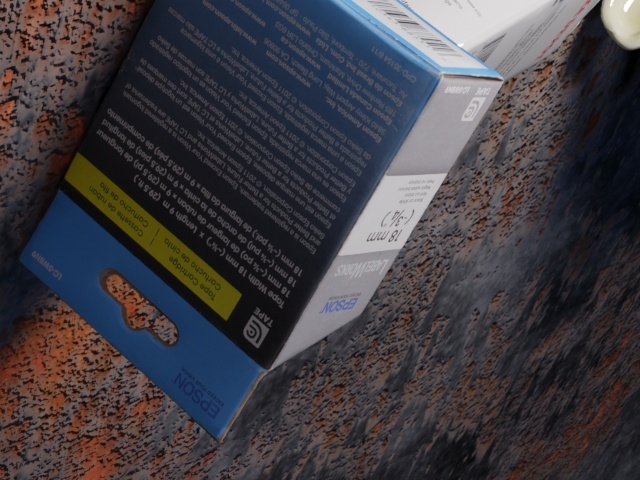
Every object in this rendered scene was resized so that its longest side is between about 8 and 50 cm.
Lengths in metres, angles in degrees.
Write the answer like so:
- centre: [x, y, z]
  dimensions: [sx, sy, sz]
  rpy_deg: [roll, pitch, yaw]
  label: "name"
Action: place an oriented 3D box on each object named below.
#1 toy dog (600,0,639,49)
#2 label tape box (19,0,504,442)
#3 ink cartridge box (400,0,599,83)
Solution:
- centre: [0.515, -0.242, 2.194]
  dimensions: [0.395, 0.284, 0.408]
  rpy_deg: [-66, 158, -8]
  label: "toy dog"
- centre: [-0.052, -0.053, 1.499]
  dimensions: [0.106, 0.240, 0.333]
  rpy_deg: [-6, 132, -58]
  label: "label tape box"
- centre: [0.115, -0.191, 1.664]
  dimensions: [0.273, 0.114, 0.197]
  rpy_deg: [-31, 169, -32]
  label: "ink cartridge box"
